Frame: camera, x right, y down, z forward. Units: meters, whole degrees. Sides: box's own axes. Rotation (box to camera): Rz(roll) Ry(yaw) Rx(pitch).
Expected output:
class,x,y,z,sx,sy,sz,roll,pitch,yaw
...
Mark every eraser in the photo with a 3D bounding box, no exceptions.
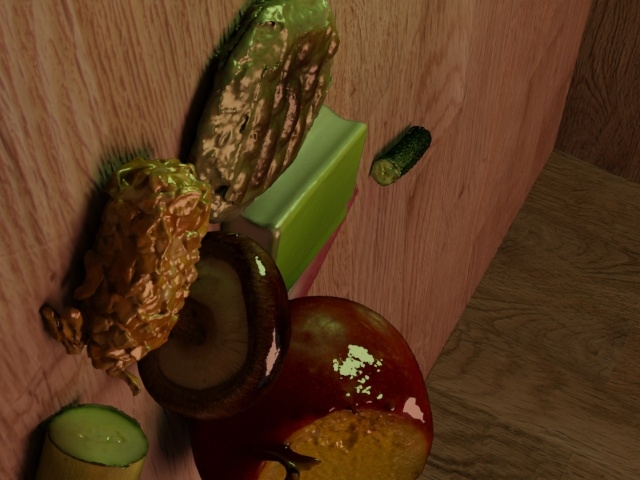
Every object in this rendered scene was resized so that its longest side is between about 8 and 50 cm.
class,x,y,z,sx,sy,sz,roll,pitch,yaw
eraser,-0.040,-0.036,1.771,0.274,0.092,0.210,-53,163,-41

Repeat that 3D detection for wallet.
class,x,y,z,sx,sy,sz,roll,pitch,yaw
wallet,0.000,0.000,2.088,0.232,0.025,0.119,-63,165,-8

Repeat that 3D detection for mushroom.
class,x,y,z,sx,sy,sz,roll,pitch,yaw
mushroom,-0.118,0.106,1.528,0.231,0.194,0.138,-57,167,14

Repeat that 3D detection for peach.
class,x,y,z,sx,sy,sz,roll,pitch,yaw
peach,-0.025,0.253,1.848,0.335,0.310,0.406,-15,145,-20

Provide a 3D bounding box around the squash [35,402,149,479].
class,x,y,z,sx,sy,sz,roll,pitch,yaw
squash,-0.273,0.285,1.452,0.123,0.123,0.186,-40,155,-58

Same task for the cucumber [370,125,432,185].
class,x,y,z,sx,sy,sz,roll,pitch,yaw
cucumber,0.152,-0.154,2.302,0.187,0.058,0.058,-44,155,-54

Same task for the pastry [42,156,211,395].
class,x,y,z,sx,sy,sz,roll,pitch,yaw
pastry,-0.194,0.036,1.320,0.250,0.102,0.154,-68,164,15

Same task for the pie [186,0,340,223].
class,x,y,z,sx,sy,sz,roll,pitch,yaw
pie,-0.065,-0.162,1.514,0.306,0.071,0.306,-58,163,-29
